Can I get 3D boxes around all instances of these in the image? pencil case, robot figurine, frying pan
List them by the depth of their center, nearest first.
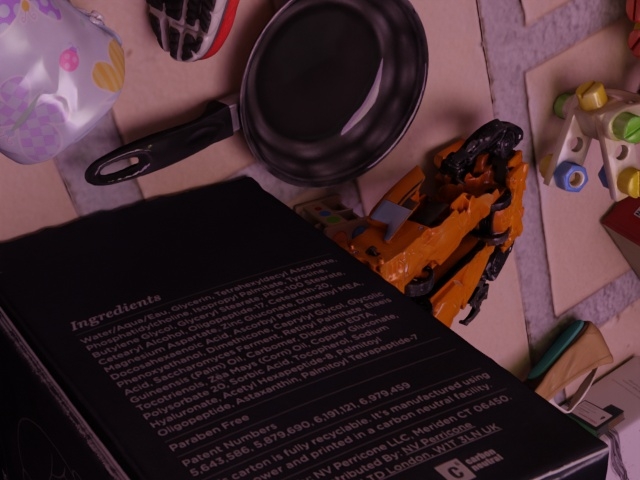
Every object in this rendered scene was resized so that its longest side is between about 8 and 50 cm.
[{"bbox_3d":[-0.252,-0.171,0.817,0.124,0.113,0.273,-41,132,3],"label":"pencil case"},{"bbox_3d":[-0.039,-0.101,1.060,0.326,0.053,0.197,-40,131,-9],"label":"frying pan"},{"bbox_3d":[0.112,0.000,1.158,0.291,0.085,0.211,-41,141,-43],"label":"robot figurine"}]

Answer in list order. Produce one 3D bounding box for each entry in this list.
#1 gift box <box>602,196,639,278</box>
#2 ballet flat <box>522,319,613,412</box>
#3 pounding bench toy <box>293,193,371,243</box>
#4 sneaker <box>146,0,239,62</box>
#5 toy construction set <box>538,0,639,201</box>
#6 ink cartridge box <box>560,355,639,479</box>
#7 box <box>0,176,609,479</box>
[{"bbox_3d":[0.525,0.026,1.410,0.255,0.276,0.258,-45,134,0],"label":"gift box"},{"bbox_3d":[0.259,0.190,1.422,0.232,0.080,0.073,-41,94,-12],"label":"ballet flat"},{"bbox_3d":[0.000,0.000,1.137,0.083,0.065,0.052,-16,124,-29],"label":"pounding bench toy"},{"bbox_3d":[-0.051,-0.265,0.925,0.118,0.107,0.279,-1,117,-45],"label":"sneaker"},{"bbox_3d":[0.334,-0.208,1.222,0.215,0.151,0.328,-14,127,-19],"label":"toy construction set"},{"bbox_3d":[0.363,0.276,1.548,0.219,0.092,0.160,-30,129,-21],"label":"ink cartridge box"},{"bbox_3d":[-0.053,0.275,0.977,0.297,0.472,0.480,-19,125,-29],"label":"box"}]
